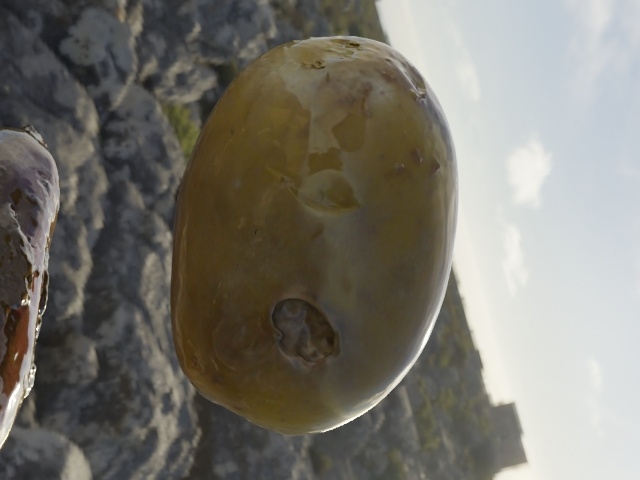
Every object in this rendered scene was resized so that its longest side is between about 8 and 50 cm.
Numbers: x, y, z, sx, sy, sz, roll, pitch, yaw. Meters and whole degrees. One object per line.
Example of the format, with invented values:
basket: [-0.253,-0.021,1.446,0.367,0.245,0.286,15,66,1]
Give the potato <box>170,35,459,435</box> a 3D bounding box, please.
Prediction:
potato: [0.000,0.000,0.629,0.146,0.150,0.233,-22,129,-60]

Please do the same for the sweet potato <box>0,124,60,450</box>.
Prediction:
sweet potato: [-0.197,0.081,0.507,0.385,0.109,0.109,-80,156,-45]
